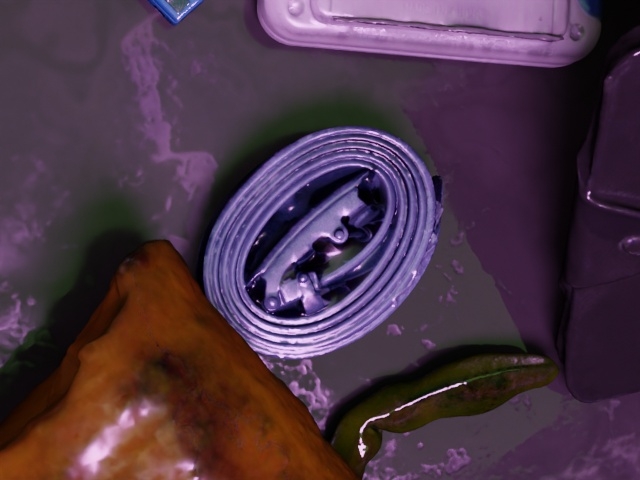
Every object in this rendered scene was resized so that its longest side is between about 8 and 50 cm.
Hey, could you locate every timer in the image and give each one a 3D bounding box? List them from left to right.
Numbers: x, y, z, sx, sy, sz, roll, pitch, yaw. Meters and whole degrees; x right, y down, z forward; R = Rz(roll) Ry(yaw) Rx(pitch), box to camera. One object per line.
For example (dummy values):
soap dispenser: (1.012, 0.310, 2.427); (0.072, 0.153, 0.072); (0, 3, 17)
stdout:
timer: (0.085, -0.222, 1.315); (0.253, 0.078, 0.178); (3, 91, -10)

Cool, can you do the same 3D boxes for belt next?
belt: (0.000, 0.000, 1.303); (0.190, 0.082, 0.141); (-44, 96, -6)

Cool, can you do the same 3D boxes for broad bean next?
broad bean: (0.080, 0.122, 1.341); (0.195, 0.046, 0.061); (-31, 109, -3)

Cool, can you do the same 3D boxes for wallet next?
wallet: (0.263, -0.025, 1.244); (0.197, 0.377, 0.051); (-11, 51, -9)

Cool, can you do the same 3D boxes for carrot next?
carrot: (-0.093, 0.193, 1.212); (0.241, 0.241, 0.341); (-36, 93, -8)

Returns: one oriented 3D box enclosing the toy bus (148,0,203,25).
toy bus: (-0.118, -0.195, 1.297); (0.046, 0.038, 0.083); (-45, 98, -3)
